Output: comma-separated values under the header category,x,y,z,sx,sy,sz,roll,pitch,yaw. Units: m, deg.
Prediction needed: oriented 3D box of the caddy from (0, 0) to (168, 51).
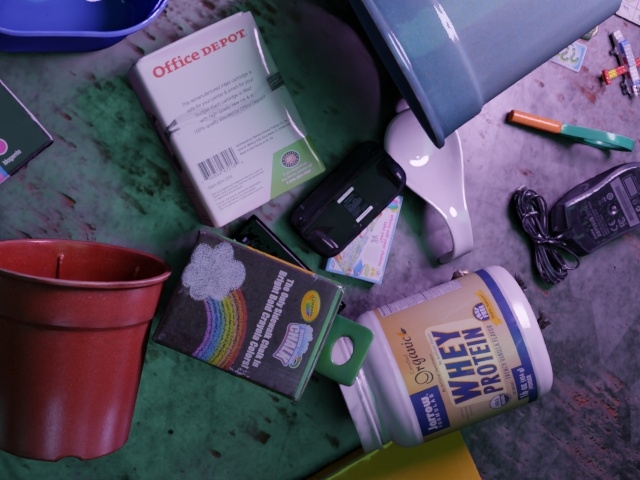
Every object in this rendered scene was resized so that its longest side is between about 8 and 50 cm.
category,x,y,z,sx,sy,sz,roll,pitch,yaw
caddy,-0.373,-0.391,1.279,0.341,0.179,0.241,-6,89,-27

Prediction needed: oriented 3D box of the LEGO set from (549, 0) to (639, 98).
category,x,y,z,sx,sy,sz,roll,pitch,yaw
LEGO set,0.541,-0.370,1.665,0.244,0.060,0.182,19,91,-18

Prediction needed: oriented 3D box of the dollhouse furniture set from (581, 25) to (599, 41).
category,x,y,z,sx,sy,sz,roll,pitch,yaw
dollhouse furniture set,0.387,-0.499,1.498,0.197,0.151,0.301,10,92,7

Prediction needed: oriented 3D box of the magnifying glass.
category,x,y,z,sx,sy,sz,roll,pitch,yaw
magnifying glass,0.446,-0.194,1.636,0.231,0.092,0.026,12,93,-8

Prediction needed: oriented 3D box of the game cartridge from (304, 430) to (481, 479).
category,x,y,z,sx,sy,sz,roll,pitch,yaw
game cartridge,0.134,0.477,1.594,0.324,0.053,0.285,-27,101,-17

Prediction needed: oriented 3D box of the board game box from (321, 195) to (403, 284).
category,x,y,z,sx,sy,sz,roll,pitch,yaw
board game box,0.070,-0.013,1.550,0.103,0.026,0.154,15,89,-18

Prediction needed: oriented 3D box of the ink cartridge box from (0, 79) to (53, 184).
category,x,y,z,sx,sy,sz,roll,pitch,yaw
ink cartridge box,-0.574,-0.227,1.316,0.176,0.069,0.371,-43,102,-11

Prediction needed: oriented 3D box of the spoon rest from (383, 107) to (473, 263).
category,x,y,z,sx,sy,sz,roll,pitch,yaw
spoon rest,0.197,-0.094,1.557,0.137,0.084,0.276,-25,101,-15

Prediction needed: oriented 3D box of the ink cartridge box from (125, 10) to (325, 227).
category,x,y,z,sx,sy,sz,roll,pitch,yaw
ink cartridge box,-0.147,-0.185,1.424,0.198,0.115,0.273,-29,102,-14

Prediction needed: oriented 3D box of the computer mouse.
category,x,y,z,sx,sy,sz,roll,pitch,yaw
computer mouse,0.487,-0.057,1.664,0.272,0.072,0.188,-25,103,-2

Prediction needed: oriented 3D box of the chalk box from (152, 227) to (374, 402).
category,x,y,z,sx,sy,sz,roll,pitch,yaw
chalk box,-0.069,0.118,1.360,0.289,0.179,0.180,23,88,0

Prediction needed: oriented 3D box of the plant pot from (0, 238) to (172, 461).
category,x,y,z,sx,sy,sz,roll,pitch,yaw
plant pot,-0.363,0.154,1.314,0.272,0.272,0.265,5,99,-18

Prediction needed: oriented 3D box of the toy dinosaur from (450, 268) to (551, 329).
category,x,y,z,sx,sy,sz,roll,pitch,yaw
toy dinosaur,0.329,0.136,1.626,0.118,0.064,0.268,-34,104,2

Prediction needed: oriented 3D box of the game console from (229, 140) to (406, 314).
category,x,y,z,sx,sy,sz,roll,pitch,yaw
game console,0.000,0.000,1.498,0.361,0.044,0.213,-45,98,-5

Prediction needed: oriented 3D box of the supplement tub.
category,x,y,z,sx,sy,sz,roll,pitch,yaw
supplement tub,0.183,0.194,1.477,0.316,0.228,0.228,-21,100,-2

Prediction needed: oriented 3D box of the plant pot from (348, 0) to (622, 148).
category,x,y,z,sx,sy,sz,roll,pitch,yaw
plant pot,0.237,-0.364,1.369,0.334,0.341,0.341,-29,102,6
